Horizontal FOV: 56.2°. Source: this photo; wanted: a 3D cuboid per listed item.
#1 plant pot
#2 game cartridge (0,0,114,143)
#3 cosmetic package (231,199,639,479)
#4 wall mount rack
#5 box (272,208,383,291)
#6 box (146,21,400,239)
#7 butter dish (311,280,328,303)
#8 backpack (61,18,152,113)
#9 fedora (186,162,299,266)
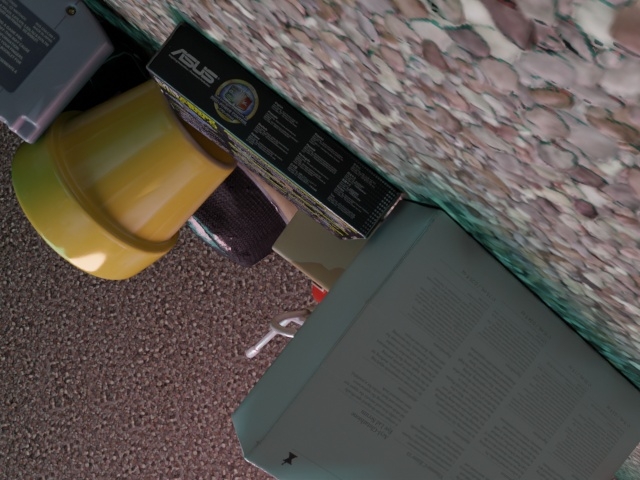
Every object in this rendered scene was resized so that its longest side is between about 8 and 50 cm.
[{"bbox_3d":[-0.261,-0.108,0.874,0.254,0.239,0.254,52,-163,-23],"label":"plant pot"},{"bbox_3d":[-0.428,-0.295,0.781,0.297,0.198,0.062,41,175,-1],"label":"game cartridge"},{"bbox_3d":[0.143,0.184,0.632,0.377,0.284,0.097,39,176,-20],"label":"cosmetic package"},{"bbox_3d":[0.042,0.164,1.021,0.350,0.130,0.304,-3,-170,-36],"label":"wall mount rack"},{"bbox_3d":[0.073,0.045,0.852,0.148,0.121,0.311,38,176,-33],"label":"box"},{"bbox_3d":[-0.052,-0.103,0.677,0.270,0.060,0.216,37,176,-3],"label":"box"},{"bbox_3d":[0.060,0.053,1.126,0.118,0.160,0.160,15,-179,-13],"label":"butter dish"},{"bbox_3d":[-0.359,-0.253,0.981,0.144,0.166,0.188,53,-179,25],"label":"backpack"},{"bbox_3d":[-0.161,-0.064,1.080,0.334,0.152,0.334,40,165,13],"label":"fedora"}]
